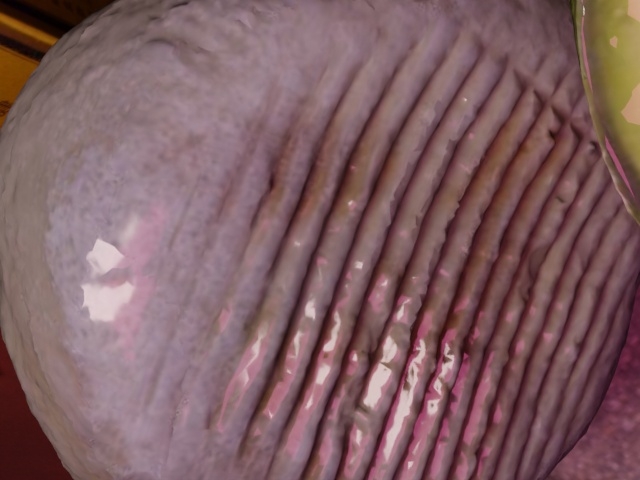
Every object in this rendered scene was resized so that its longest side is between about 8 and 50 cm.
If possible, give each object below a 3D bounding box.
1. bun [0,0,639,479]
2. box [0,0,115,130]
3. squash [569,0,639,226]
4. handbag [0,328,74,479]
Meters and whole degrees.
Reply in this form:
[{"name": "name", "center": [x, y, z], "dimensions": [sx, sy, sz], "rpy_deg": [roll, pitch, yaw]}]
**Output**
[{"name": "bun", "center": [0.000, 0.000, 0.853], "dimensions": [0.362, 0.211, 0.361], "rpy_deg": [-11, 111, -30]}, {"name": "box", "center": [-0.239, -0.101, 0.822], "dimensions": [0.193, 0.301, 0.084], "rpy_deg": [-26, 70, 20]}, {"name": "squash", "center": [0.224, -0.151, 0.664], "dimensions": [0.263, 0.384, 0.263], "rpy_deg": [4, 118, 7]}, {"name": "handbag", "center": [-0.237, 0.095, 1.005], "dimensions": [0.260, 0.084, 0.275], "rpy_deg": [-1, 140, 10]}]
